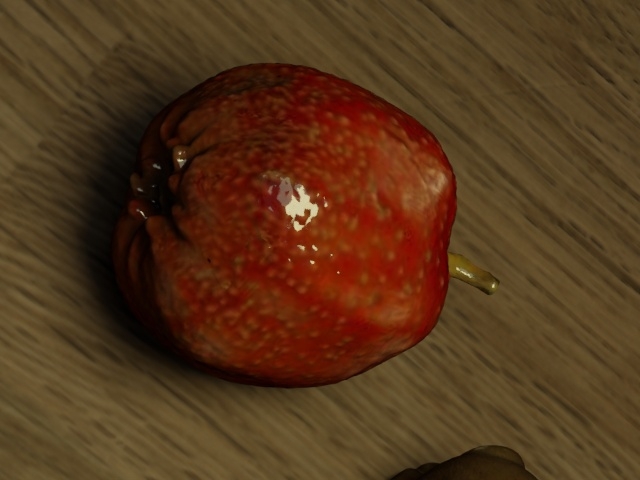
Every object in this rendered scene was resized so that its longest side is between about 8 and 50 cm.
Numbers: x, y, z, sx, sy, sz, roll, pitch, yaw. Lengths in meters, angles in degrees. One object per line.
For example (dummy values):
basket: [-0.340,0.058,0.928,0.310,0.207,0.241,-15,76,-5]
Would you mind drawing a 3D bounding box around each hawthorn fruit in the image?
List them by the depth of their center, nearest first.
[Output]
hawthorn fruit: [0.000,0.000,1.224,0.253,0.205,0.205,19,67,-29]

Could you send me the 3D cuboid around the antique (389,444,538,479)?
antique: [0.061,0.244,1.209,0.121,0.143,0.257,44,62,-11]
